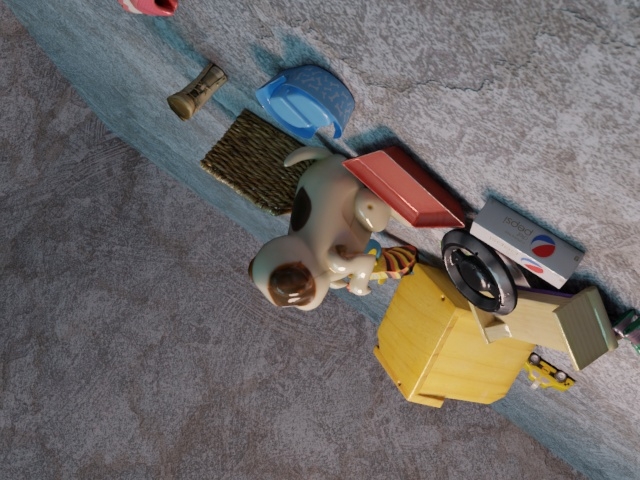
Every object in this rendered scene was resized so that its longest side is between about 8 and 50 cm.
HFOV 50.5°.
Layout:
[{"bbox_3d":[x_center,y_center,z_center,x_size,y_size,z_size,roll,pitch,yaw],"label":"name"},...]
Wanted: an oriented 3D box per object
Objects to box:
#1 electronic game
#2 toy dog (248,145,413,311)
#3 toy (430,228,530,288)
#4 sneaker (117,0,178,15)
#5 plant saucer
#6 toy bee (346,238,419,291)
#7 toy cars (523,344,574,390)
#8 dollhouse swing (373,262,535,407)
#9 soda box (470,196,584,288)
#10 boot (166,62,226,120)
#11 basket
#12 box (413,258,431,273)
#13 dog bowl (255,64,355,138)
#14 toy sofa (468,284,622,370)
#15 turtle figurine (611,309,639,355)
[{"bbox_3d":[0.357,0.073,1.542,0.229,0.048,0.229,48,159,25],"label":"electronic game"},{"bbox_3d":[0.000,0.000,1.760,0.284,0.408,0.395,23,163,50],"label":"toy dog"},{"bbox_3d":[0.380,0.024,1.582,0.237,0.056,0.137,19,159,50],"label":"toy"},{"bbox_3d":[-0.399,-0.589,1.449,0.136,0.116,0.314,23,172,17],"label":"sneaker"},{"bbox_3d":[0.196,-0.127,1.573,0.259,0.048,0.258,39,169,-14],"label":"plant saucer"},{"bbox_3d":[0.148,0.087,2.085,0.298,0.162,0.195,-5,152,43],"label":"toy bee"},{"bbox_3d":[0.637,0.373,2.139,0.393,0.087,0.176,42,168,-22],"label":"toy cars"},{"bbox_3d":[0.403,0.288,2.038,0.305,0.347,0.315,3,-149,-31],"label":"dollhouse swing"},{"bbox_3d":[0.414,0.005,1.370,0.216,0.069,0.074,34,169,16],"label":"soda box"},{"bbox_3d":[-0.319,-0.394,1.777,0.077,0.165,0.213,46,174,-13],"label":"boot"},{"bbox_3d":[-0.164,-0.192,1.978,0.299,0.223,0.213,33,168,17],"label":"basket"},{"bbox_3d":[0.324,0.097,2.148,0.081,0.028,0.136,29,165,36],"label":"box"},{"bbox_3d":[-0.031,-0.304,1.485,0.166,0.074,0.297,43,169,-25],"label":"dog bowl"},{"bbox_3d":[0.521,0.166,1.577,0.150,0.177,0.362,65,163,-10],"label":"toy sofa"},{"bbox_3d":[0.701,0.245,1.361,0.234,0.118,0.175,43,169,2],"label":"turtle figurine"}]
